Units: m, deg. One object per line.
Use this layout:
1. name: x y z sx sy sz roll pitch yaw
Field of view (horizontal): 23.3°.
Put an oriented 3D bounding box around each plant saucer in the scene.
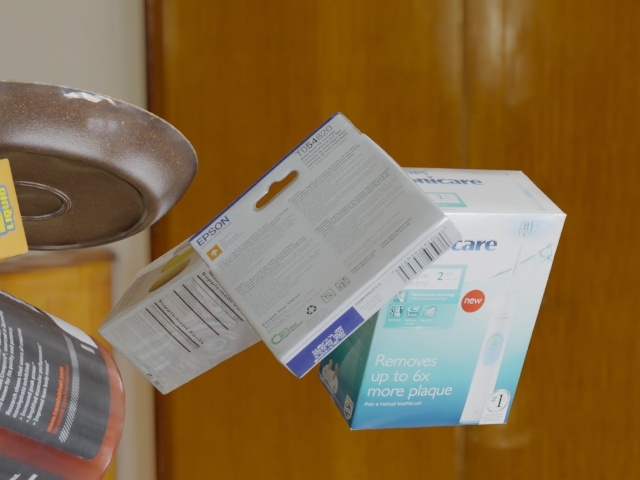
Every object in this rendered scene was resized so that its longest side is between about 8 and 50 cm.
1. plant saucer: -0.266 -0.054 1.391 0.310 0.050 0.310 1 -22 0

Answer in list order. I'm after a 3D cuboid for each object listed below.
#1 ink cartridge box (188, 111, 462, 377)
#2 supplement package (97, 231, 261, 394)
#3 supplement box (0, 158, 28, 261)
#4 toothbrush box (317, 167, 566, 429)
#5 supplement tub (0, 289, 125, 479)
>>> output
1. ink cartridge box: 0.000 0.000 1.599 0.223 0.045 0.224 -41 46 0
2. supplement package: -0.156 0.079 2.073 0.244 0.134 0.139 -32 20 40
3. supplement box: -0.323 -0.005 1.168 0.233 0.078 0.080 -8 5 43
4. toothbrush box: 0.140 0.068 1.852 0.216 0.295 0.126 1 27 -23
5. supplement tub: -0.184 0.060 0.701 0.106 0.106 0.198 6 -18 34
